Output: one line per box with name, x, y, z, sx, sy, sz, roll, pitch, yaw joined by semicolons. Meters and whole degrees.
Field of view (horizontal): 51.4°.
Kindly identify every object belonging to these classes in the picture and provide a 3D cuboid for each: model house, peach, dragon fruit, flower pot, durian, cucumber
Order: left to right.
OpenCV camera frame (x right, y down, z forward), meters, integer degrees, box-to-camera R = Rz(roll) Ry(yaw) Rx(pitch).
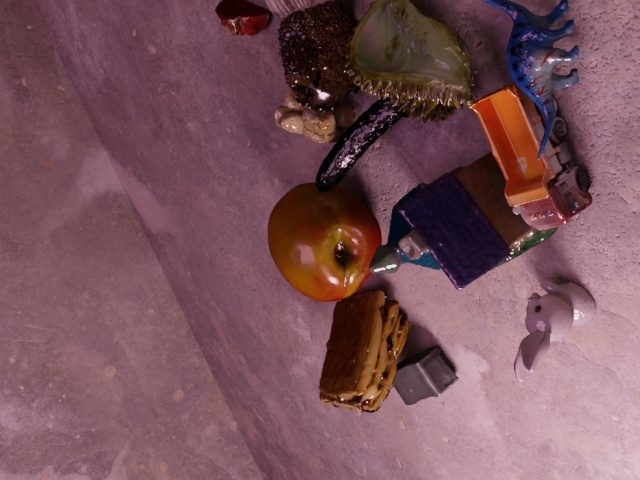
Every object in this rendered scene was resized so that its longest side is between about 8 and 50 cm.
dragon fruit;-0.212;-0.566;1.721;0.162;0.106;0.083;35;142;28
peach;0.000;0.000;1.738;0.332;0.308;0.308;21;133;57
cucumber;0.078;-0.223;1.558;0.303;0.072;0.081;-42;80;34
durian;0.188;-0.350;1.317;0.198;0.163;0.394;-57;39;15
flower pot;0.277;0.376;1.842;0.108;0.103;0.229;56;149;5
model house;0.263;-0.011;1.375;0.245;0.280;0.312;56;149;4

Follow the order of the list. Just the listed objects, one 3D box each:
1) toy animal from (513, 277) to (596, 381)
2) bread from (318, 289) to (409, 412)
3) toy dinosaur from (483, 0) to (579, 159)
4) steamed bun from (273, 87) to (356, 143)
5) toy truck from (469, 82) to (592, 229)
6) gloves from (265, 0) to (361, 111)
toy animal;0.442;0.171;1.345;0.131;0.221;0.104;53;152;7
bread;0.129;0.313;1.856;0.277;0.167;0.325;156;127;-65
toy dinosaur;0.367;-0.312;1.105;0.144;0.076;0.329;-23;99;16
steamed bun;-0.017;-0.310;1.608;0.177;0.192;0.106;29;118;33
toy truck;0.389;-0.157;1.218;0.114;0.135;0.270;-16;103;56
gloves;-0.009;-0.437;1.461;0.312;0.210;0.135;69;165;-13
